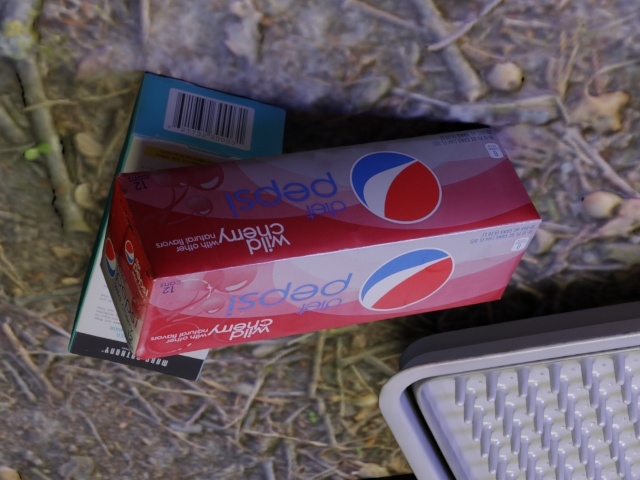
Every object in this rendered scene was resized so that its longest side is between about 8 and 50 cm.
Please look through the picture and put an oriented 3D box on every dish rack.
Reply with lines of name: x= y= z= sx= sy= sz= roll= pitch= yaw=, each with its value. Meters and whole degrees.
dish rack: x=0.233 y=0.137 z=1.195 sx=0.332 sy=0.072 sz=0.286 roll=-11 pitch=137 yaw=17

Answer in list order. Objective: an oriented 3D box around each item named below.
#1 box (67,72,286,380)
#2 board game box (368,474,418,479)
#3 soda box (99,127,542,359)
box: x=-0.103 y=-0.002 z=1.078 sx=0.100 sy=0.060 sz=0.244 roll=14 pitch=138 yaw=-10
board game box: x=0.072 y=0.301 z=1.422 sx=0.165 sy=0.042 sz=0.243 roll=-9 pitch=137 yaw=16
soda box: x=0.000 y=0.000 z=0.979 sx=0.263 sy=0.083 sz=0.092 roll=-9 pitch=145 yaw=-22
